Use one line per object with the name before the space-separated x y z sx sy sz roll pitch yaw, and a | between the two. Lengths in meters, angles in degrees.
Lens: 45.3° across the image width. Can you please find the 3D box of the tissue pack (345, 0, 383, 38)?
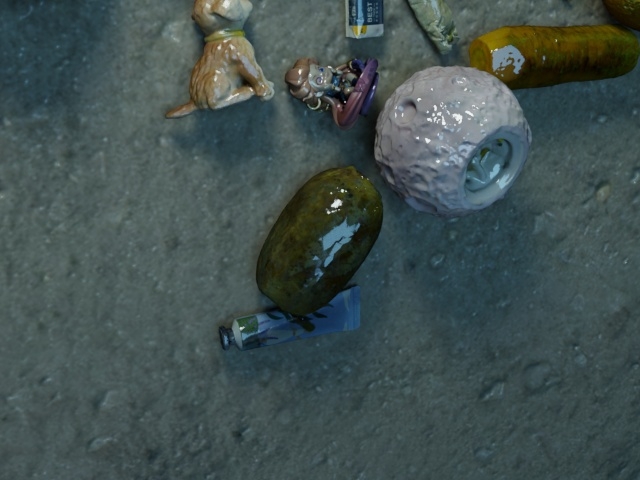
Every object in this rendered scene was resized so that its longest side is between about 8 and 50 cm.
tissue pack | 0.074 -0.380 1.275 0.062 0.042 0.083 -14 114 -34

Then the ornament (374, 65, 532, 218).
ornament | 0.213 -0.169 1.285 0.259 0.225 0.259 -23 133 -27

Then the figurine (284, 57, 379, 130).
figurine | 0.020 -0.249 1.279 0.157 0.114 0.126 2 69 10

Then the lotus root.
lotus root | 0.000 0.000 1.315 0.160 0.152 0.274 33 93 -14

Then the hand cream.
hand cream | -0.050 0.148 1.401 0.272 0.058 0.091 -10 112 -20

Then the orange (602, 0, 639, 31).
orange | 0.588 -0.458 1.350 0.237 0.158 0.179 9 73 -20

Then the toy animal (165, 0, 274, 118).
toy animal | -0.180 -0.295 1.200 0.184 0.104 0.185 -17 115 -4

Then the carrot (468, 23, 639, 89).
carrot | 0.412 -0.330 1.367 0.302 0.114 0.114 -8 108 -19

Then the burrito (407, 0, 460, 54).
burrito | 0.182 -0.406 1.304 0.058 0.045 0.188 -39 112 -11
